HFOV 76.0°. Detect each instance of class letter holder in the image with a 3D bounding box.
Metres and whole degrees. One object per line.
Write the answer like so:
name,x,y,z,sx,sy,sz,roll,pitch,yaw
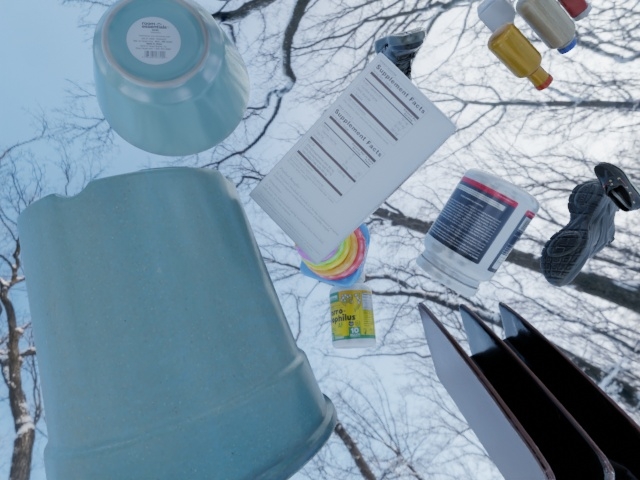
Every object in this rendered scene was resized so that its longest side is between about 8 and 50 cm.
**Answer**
letter holder,0.280,0.205,0.573,0.152,0.302,0.214,-25,-60,-1

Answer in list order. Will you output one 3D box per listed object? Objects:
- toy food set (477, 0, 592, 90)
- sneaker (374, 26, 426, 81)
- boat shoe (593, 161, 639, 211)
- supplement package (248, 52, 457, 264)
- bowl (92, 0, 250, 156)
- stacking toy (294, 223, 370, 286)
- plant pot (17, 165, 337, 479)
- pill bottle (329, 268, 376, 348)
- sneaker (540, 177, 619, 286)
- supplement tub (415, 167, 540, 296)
toy food set,0.309,-0.329,0.593,0.104,0.111,0.232,33,-134,-21
sneaker,0.189,-0.415,0.950,0.087,0.227,0.130,-17,-71,-6
boat shoe,0.648,-0.120,0.898,0.042,0.133,0.049,-16,-28,-15
supplement package,0.046,-0.104,0.573,0.134,0.139,0.244,46,-77,3
bowl,-0.291,-0.334,0.779,0.312,0.163,0.311,1,-97,-9
stacking toy,0.000,0.000,0.936,0.302,0.166,0.175,32,-108,-68
plant pot,-0.191,0.107,0.515,0.341,0.341,0.334,-16,-93,-30
pill bottle,0.084,0.181,1.104,0.118,0.118,0.208,13,-114,-38
sneaker,0.647,-0.005,0.996,0.130,0.109,0.286,33,-94,-21
supplement tub,0.376,-0.021,1.002,0.191,0.191,0.272,18,-72,-39
